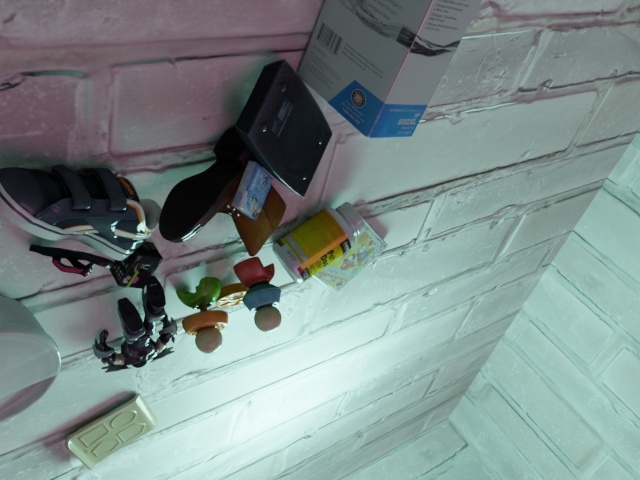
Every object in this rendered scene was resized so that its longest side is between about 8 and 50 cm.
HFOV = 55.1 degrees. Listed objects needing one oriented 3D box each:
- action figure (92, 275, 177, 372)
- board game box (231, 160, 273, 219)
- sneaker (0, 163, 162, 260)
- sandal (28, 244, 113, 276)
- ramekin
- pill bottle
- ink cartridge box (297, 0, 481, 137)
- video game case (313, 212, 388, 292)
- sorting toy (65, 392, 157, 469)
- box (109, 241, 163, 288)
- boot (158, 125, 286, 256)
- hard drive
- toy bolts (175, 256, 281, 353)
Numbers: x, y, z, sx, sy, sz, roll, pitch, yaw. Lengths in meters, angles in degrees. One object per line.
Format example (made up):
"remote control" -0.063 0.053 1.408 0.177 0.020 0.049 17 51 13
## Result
"action figure" -0.394 0.202 1.337 0.185 0.099 0.285 -25 157 -34
"board game box" -0.127 -0.093 1.153 0.090 0.020 0.090 -70 160 -7
"sneaker" -0.383 -0.066 0.997 0.127 0.126 0.321 -39 159 7
"sandal" -0.423 0.038 1.041 0.067 0.179 0.040 29 70 -61
"ramekin" -0.617 0.214 1.089 0.273 0.127 0.272 -27 145 -21
"pill bottle" 0.000 0.000 1.472 0.215 0.117 0.117 -35 147 -8
"ink cartridge box" 0.115 -0.365 1.051 0.129 0.223 0.307 -9 136 -41
"video game case" 0.070 0.039 1.676 0.206 0.026 0.227 -43 148 4
"sorting toy" -0.540 0.493 1.596 0.208 0.038 0.193 -33 147 -20
"box" -0.366 0.047 1.216 0.062 0.052 0.083 12 120 -51
"boot" -0.183 -0.050 1.215 0.264 0.096 0.280 -63 158 -23
"hard drive" -0.066 -0.205 1.156 0.172 0.054 0.254 -66 153 -12
"toy bolts" -0.175 0.158 1.381 0.229 0.158 0.218 -26 158 22
